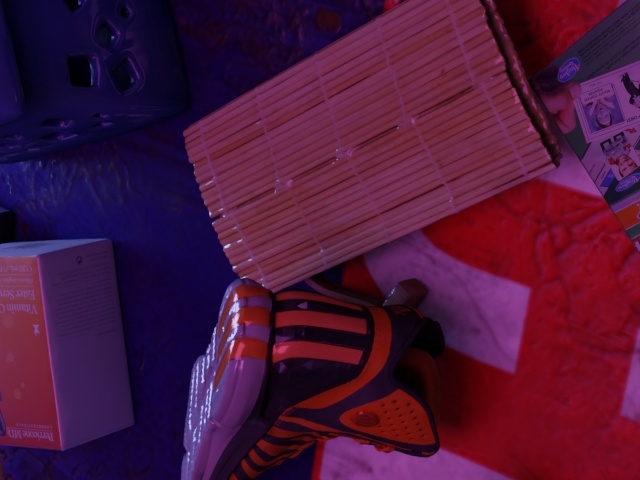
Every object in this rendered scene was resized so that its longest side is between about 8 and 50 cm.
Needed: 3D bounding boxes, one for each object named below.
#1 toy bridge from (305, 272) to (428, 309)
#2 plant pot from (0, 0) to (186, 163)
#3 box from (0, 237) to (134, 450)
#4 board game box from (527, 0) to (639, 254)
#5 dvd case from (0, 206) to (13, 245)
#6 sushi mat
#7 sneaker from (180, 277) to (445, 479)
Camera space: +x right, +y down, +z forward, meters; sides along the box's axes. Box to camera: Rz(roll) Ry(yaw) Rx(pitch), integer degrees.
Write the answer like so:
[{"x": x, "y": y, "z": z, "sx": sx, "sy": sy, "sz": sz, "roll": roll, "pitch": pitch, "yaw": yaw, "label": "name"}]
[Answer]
[{"x": 0.000, "y": 0.000, "z": 1.161, "sx": 0.188, "sy": 0.026, "sz": 0.063, "roll": 45, "pitch": 123, "yaw": 23, "label": "toy bridge"}, {"x": -0.279, "y": -0.182, "z": 1.219, "sx": 0.236, "sy": 0.212, "sz": 0.236, "roll": -13, "pitch": 92, "yaw": 37, "label": "plant pot"}, {"x": -0.249, "y": 0.089, "z": 1.324, "sx": 0.130, "sy": 0.091, "sz": 0.171, "roll": -2, "pitch": 97, "yaw": 37, "label": "box"}, {"x": 0.301, "y": -0.102, "z": 0.904, "sx": 0.317, "sy": 0.046, "sz": 0.214, "roll": -39, "pitch": 76, "yaw": 35, "label": "board game box"}, {"x": -0.397, "y": 0.024, "z": 1.467, "sx": 0.253, "sy": 0.022, "sz": 0.180, "roll": 20, "pitch": 111, "yaw": 32, "label": "dvd case"}, {"x": 0.024, "y": -0.068, "z": 1.092, "sx": 0.316, "sy": 0.019, "sz": 0.151, "roll": -24, "pitch": 86, "yaw": 42, "label": "sushi mat"}, {"x": -0.005, "y": 0.136, "z": 1.131, "sx": 0.321, "sy": 0.180, "sz": 0.125, "roll": 120, "pitch": 155, "yaw": -63, "label": "sneaker"}]
